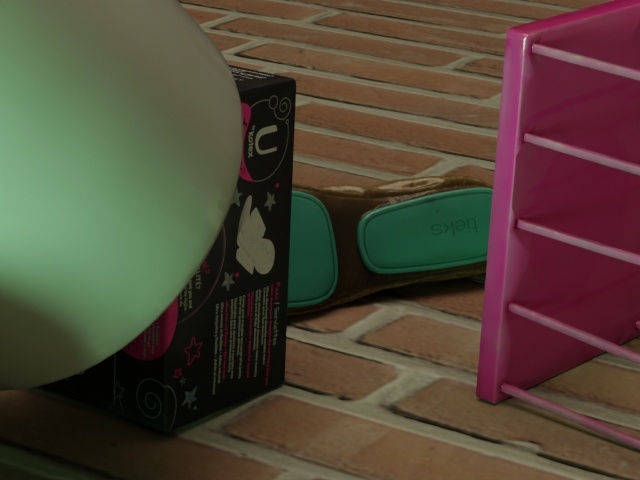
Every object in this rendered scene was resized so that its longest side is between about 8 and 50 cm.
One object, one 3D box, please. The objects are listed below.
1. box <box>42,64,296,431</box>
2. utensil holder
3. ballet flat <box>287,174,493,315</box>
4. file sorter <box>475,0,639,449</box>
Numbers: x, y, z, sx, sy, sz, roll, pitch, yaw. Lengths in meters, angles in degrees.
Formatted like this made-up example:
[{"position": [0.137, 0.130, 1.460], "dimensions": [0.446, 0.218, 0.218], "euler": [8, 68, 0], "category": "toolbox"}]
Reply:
[{"position": [-0.123, -0.007, 1.502], "dimensions": [0.163, 0.247, 0.142], "euler": [16, 21, 37], "category": "box"}, {"position": [-0.272, -0.116, 1.235], "dimensions": [0.327, 0.328, 0.385], "euler": [15, -18, 36], "category": "utensil holder"}, {"position": [0.000, 0.000, 1.723], "dimensions": [0.342, 0.116, 0.124], "euler": [-9, 1, -26], "category": "ballet flat"}, {"position": [0.258, -0.014, 1.480], "dimensions": [0.182, 0.291, 0.202], "euler": [21, 28, 38], "category": "file sorter"}]
